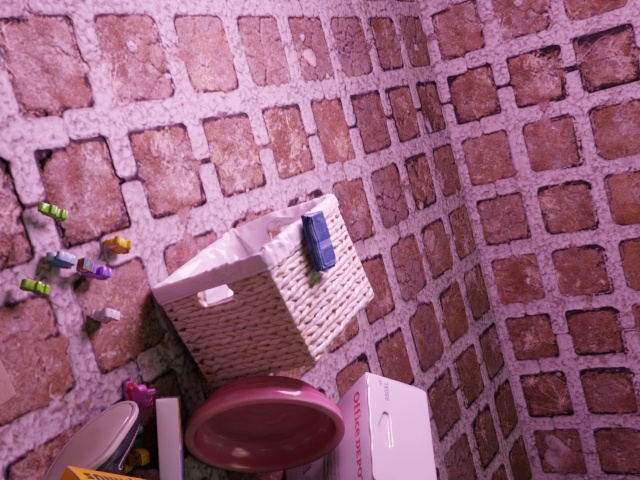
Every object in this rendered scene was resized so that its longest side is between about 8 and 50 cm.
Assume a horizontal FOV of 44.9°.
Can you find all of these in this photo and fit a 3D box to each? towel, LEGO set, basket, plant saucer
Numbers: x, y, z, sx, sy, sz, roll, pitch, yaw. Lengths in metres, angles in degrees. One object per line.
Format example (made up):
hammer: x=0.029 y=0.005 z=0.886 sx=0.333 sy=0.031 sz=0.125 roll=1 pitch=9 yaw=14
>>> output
towel: x=0.000 y=0.000 z=1.551 sx=0.067 sy=0.029 sz=0.119 roll=-20 pitch=95 yaw=-57
LEGO set: x=-0.347 y=0.384 z=1.466 sx=0.087 sy=0.093 sz=0.227 roll=-3 pitch=83 yaw=-56
basket: x=-0.111 y=0.108 z=1.662 sx=0.331 sy=0.328 sz=0.266 roll=-41 pitch=109 yaw=-54
plant saucer: x=-0.117 y=0.380 z=1.621 sx=0.332 sy=0.332 sz=0.084 roll=43 pitch=28 yaw=-42

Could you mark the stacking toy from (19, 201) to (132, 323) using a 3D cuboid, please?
stacking toy: x=-0.454 y=0.047 z=1.447 sx=0.221 sy=0.052 sz=0.166 roll=31 pitch=54 yaw=-47

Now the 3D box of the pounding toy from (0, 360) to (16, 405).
pounding toy: x=-0.545 y=0.229 z=1.180 sx=0.100 sy=0.130 sz=0.141 roll=-38 pitch=113 yaw=-53

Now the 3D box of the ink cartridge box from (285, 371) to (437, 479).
ink cartridge box: x=0.078 y=0.526 z=1.716 sx=0.166 sy=0.395 sz=0.285 roll=20 pitch=41 yaw=-20

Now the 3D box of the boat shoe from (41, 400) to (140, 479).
boat shoe: x=-0.406 y=0.435 z=1.334 sx=0.113 sy=0.127 sz=0.340 roll=60 pitch=40 yaw=-28

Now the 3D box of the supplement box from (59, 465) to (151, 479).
supplement box: x=-0.356 y=0.561 z=1.184 sx=0.194 sy=0.195 sz=0.356 roll=33 pitch=84 yaw=-49

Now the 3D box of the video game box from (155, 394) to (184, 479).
video game box: x=-0.288 y=0.405 z=1.495 sx=0.048 sy=0.187 sz=0.205 roll=-3 pitch=81 yaw=-11
